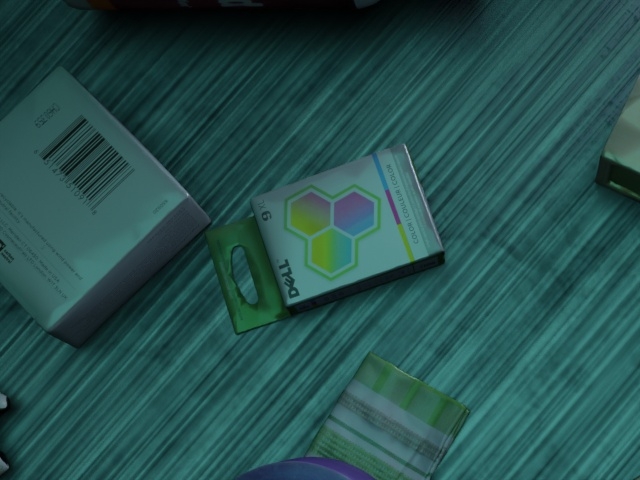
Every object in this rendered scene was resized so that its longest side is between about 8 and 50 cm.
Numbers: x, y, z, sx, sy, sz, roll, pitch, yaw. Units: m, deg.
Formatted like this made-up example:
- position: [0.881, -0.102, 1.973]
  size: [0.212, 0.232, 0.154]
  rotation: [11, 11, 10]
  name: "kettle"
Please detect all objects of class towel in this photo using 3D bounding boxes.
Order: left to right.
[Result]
- position: [0.052, 0.191, 1.507]
  size: [0.113, 0.023, 0.152]
  rotation: [29, 83, 11]
  name: "towel"

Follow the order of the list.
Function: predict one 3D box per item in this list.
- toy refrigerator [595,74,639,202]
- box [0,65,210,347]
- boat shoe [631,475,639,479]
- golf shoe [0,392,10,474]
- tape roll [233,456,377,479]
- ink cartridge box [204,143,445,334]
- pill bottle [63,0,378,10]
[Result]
- position: [0.385, -0.040, 1.479]
  size: [0.270, 0.102, 0.094]
  rotation: [25, 82, 10]
  name: "toy refrigerator"
- position: [-0.232, -0.029, 1.536]
  size: [0.182, 0.119, 0.181]
  rotation: [-44, 77, -3]
  name: "box"
- position: [0.326, 0.228, 1.442]
  size: [0.233, 0.079, 0.084]
  rotation: [-24, 78, 2]
  name: "boat shoe"
- position: [-0.336, 0.223, 1.518]
  size: [0.094, 0.077, 0.198]
  rotation: [9, 86, -1]
  name: "golf shoe"
- position: [-0.014, 0.285, 1.451]
  size: [0.189, 0.080, 0.189]
  rotation: [-1, 86, 12]
  name: "tape roll"
- position: [0.000, 0.000, 1.533]
  size: [0.209, 0.062, 0.109]
  rotation: [-19, 78, 3]
  name: "ink cartridge box"
- position: [-0.044, -0.322, 1.522]
  size: [0.392, 0.224, 0.224]
  rotation: [0, 78, 7]
  name: "pill bottle"
